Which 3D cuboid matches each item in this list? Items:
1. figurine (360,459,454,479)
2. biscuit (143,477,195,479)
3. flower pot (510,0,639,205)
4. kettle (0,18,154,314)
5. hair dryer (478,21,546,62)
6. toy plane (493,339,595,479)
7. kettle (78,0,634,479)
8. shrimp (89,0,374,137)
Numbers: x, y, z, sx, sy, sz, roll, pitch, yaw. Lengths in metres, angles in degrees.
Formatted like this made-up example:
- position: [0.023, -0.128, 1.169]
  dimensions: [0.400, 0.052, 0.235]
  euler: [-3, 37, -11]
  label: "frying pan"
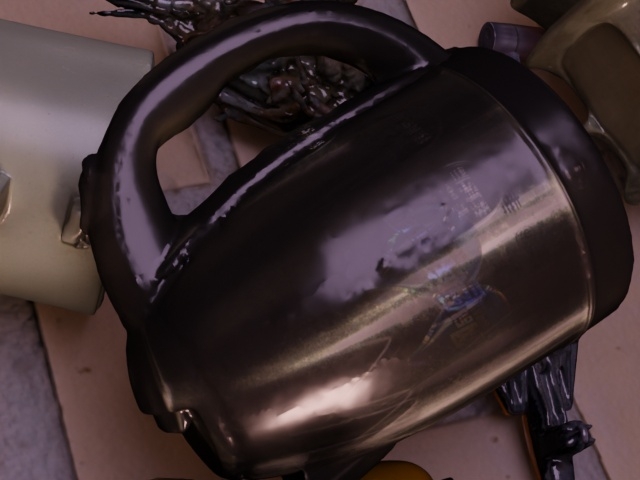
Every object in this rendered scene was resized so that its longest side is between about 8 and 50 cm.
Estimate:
- position: [0.045, 0.275, 0.876]
  dimensions: [0.192, 0.167, 0.257]
  euler: [-7, 60, -8]
  label: "figurine"
- position: [-0.049, 0.308, 0.770]
  dimensions: [0.314, 0.063, 0.367]
  euler: [-48, 67, 6]
  label: "biscuit"
- position: [0.334, -0.193, 1.243]
  dimensions: [0.254, 0.164, 0.367]
  euler: [-33, 83, -36]
  label: "flower pot"
- position: [-0.296, -0.055, 0.925]
  dimensions: [0.318, 0.205, 0.265]
  euler: [14, 49, -11]
  label: "kettle"
- position: [0.195, -0.160, 1.269]
  dimensions: [0.063, 0.037, 0.114]
  euler: [3, 67, -19]
  label: "hair dryer"
- position: [0.176, 0.082, 1.072]
  dimensions: [0.204, 0.103, 0.316]
  euler: [-1, 61, -20]
  label: "toy plane"
- position: [0.000, 0.000, 0.881]
  dimensions: [0.324, 0.228, 0.321]
  euler: [-31, 100, -19]
  label: "kettle"
- position: [-0.020, -0.175, 1.115]
  dimensions: [0.372, 0.172, 0.137]
  euler: [18, 22, -25]
  label: "shrimp"
